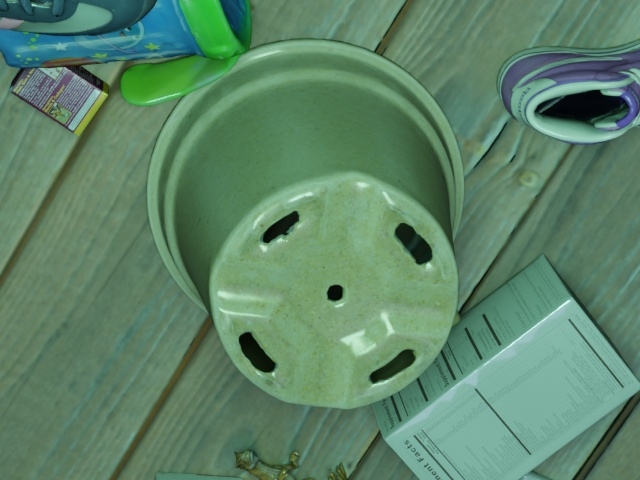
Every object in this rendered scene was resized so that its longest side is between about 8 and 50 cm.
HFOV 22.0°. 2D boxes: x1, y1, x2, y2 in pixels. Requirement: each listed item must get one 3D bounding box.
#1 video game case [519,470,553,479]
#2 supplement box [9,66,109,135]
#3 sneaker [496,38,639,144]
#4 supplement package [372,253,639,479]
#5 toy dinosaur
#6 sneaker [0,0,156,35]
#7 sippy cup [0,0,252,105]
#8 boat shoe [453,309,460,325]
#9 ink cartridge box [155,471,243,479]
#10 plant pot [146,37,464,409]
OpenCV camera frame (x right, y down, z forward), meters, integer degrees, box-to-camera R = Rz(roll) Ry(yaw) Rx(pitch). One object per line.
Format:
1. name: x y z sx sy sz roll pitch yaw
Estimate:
1. video game case: 0.279 0.390 1.892 0.227 0.026 0.206 25 105 -13
2. supplement box: -0.259 -0.152 1.636 0.083 0.043 0.055 35 103 -17
3. sneaker: 0.329 -0.144 1.639 0.282 0.161 0.102 -10 108 -4
4. supplement package: 0.190 0.156 1.741 0.244 0.134 0.139 -37 109 7
5. toy dinosaur: -0.023 0.292 1.819 0.112 0.064 0.211 -22 116 15
6. sneaker: -0.299 -0.217 1.371 0.319 0.131 0.112 8 118 7
7. sippy cup: -0.200 -0.261 1.515 0.224 0.240 0.306 -12 103 7
8. boat shoe: 0.090 0.107 1.759 0.135 0.050 0.045 -35 104 7
9. ink cartridge box: -0.139 0.330 1.810 0.099 0.056 0.135 5 108 -8
10. plant pot: 0.000 0.000 1.577 0.333 0.305 0.334 -2 109 -5
